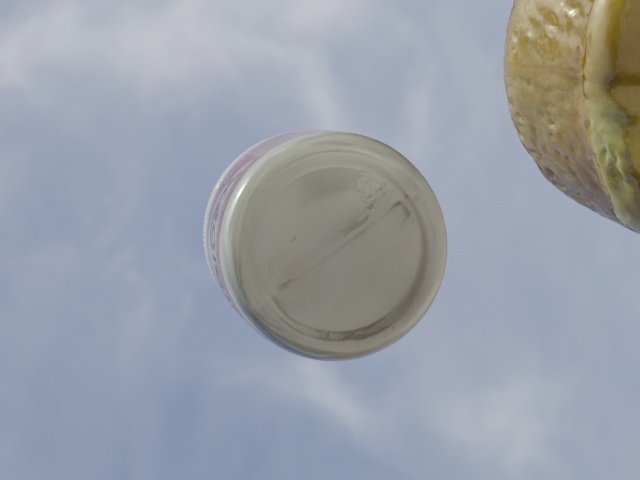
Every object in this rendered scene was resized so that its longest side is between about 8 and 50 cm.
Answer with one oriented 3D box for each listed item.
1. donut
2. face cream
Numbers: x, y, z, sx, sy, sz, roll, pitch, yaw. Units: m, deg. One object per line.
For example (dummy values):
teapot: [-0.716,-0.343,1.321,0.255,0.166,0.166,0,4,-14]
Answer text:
donut: [0.198,-0.129,0.883,0.208,0.128,0.261,23,-91,-42]
face cream: [0.000,0.000,1.551,0.201,0.187,0.201,-1,-85,-10]
